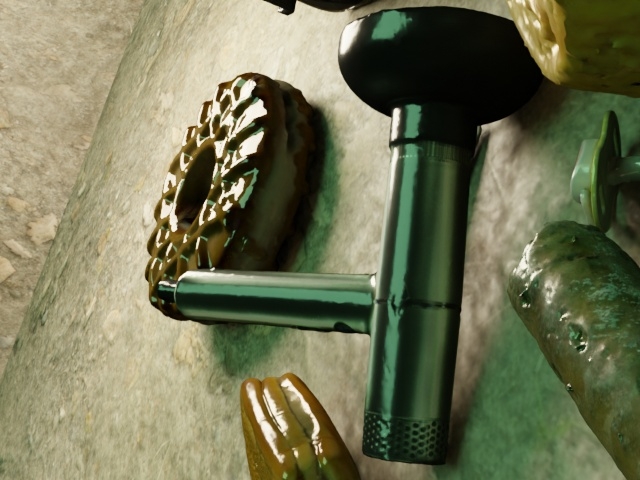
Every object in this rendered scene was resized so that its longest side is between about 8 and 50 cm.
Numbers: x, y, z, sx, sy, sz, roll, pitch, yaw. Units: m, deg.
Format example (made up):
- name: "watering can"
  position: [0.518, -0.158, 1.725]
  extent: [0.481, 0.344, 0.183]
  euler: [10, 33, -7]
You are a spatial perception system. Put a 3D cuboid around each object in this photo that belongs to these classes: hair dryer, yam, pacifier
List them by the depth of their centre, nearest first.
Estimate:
- name: "yam"
  position: [0.162, 0.061, 0.503]
  extent: [0.078, 0.078, 0.179]
  euler: [-59, 26, 23]
- name: "pacifier"
  position: [0.189, -0.039, 0.571]
  extent: [0.064, 0.068, 0.083]
  euler: [0, 43, 30]
- name: "hair dryer"
  position: [-0.004, -0.018, 0.716]
  extent: [0.156, 0.284, 0.320]
  euler: [29, -105, -71]

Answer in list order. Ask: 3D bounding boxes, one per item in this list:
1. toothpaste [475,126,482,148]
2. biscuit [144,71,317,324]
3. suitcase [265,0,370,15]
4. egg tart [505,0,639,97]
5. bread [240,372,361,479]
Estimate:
- name: "toothpaste"
  position: [0.085, -0.007, 0.774]
  extent: [0.057, 0.035, 0.197]
  euler: [9, 78, 48]
- name: "biscuit"
  position: [-0.116, -0.052, 1.143]
  extent: [0.332, 0.103, 0.332]
  euler: [-47, 32, 42]
- name: "suitcase"
  position: [0.005, -0.370, 0.925]
  extent: [0.434, 0.283, 0.194]
  euler: [-2, 73, 65]
- name: "egg tart"
  position: [0.152, -0.177, 0.497]
  extent: [0.118, 0.288, 0.288]
  euler: [-22, 38, 6]
- name: "bread"
  position: [-0.020, 0.187, 0.757]
  extent: [0.200, 0.077, 0.116]
  euler: [-138, 34, -71]
